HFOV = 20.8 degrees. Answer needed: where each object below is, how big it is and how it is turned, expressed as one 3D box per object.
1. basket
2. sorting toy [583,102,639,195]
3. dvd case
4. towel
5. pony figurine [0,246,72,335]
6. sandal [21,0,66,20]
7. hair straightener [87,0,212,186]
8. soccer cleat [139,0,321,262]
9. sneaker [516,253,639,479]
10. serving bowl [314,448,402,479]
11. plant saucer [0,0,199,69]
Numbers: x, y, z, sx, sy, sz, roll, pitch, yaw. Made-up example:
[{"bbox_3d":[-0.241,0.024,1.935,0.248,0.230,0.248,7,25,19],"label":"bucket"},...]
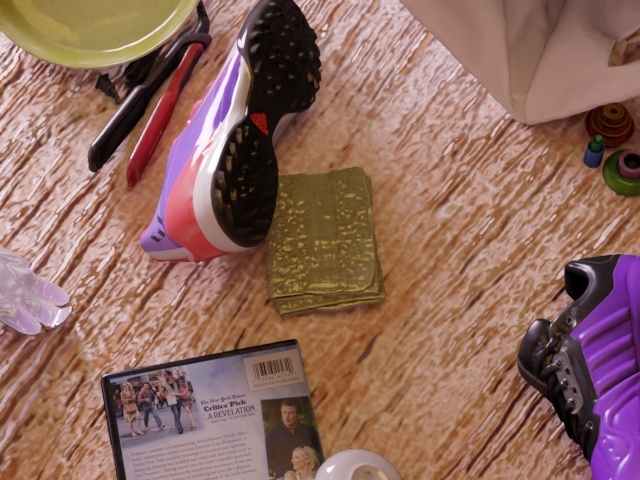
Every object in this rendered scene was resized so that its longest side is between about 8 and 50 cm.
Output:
[{"bbox_3d":[0.243,-0.323,1.577,0.331,0.328,0.266,45,57,-23],"label":"basket"},{"bbox_3d":[0.283,-0.093,1.665,0.061,0.042,0.102,-17,62,-10],"label":"sorting toy"},{"bbox_3d":[-0.082,0.214,1.499,0.180,0.022,0.253,-10,62,-6],"label":"dvd case"},{"bbox_3d":[0.000,0.000,1.618,0.110,0.027,0.148,-6,61,-2],"label":"towel"},{"bbox_3d":[-0.400,0.037,1.448,0.351,0.363,0.302,29,55,-3],"label":"pony figurine"},{"bbox_3d":[-0.204,-0.307,1.758,0.088,0.079,0.240,41,68,20],"label":"sandal"},{"bbox_3d":[-0.175,-0.159,1.693,0.089,0.047,0.230,19,62,9],"label":"hair straightener"},{"bbox_3d":[-0.085,-0.111,1.642,0.116,0.108,0.318,-17,42,34],"label":"soccer cleat"},{"bbox_3d":[0.239,0.135,1.509,0.146,0.102,0.293,10,54,6],"label":"sneaker"},{"bbox_3d":[0.038,0.212,1.483,0.083,0.027,0.083,12,54,-16],"label":"serving bowl"},{"bbox_3d":[-0.220,-0.283,1.707,0.241,0.037,0.241,0,86,6],"label":"plant saucer"}]
